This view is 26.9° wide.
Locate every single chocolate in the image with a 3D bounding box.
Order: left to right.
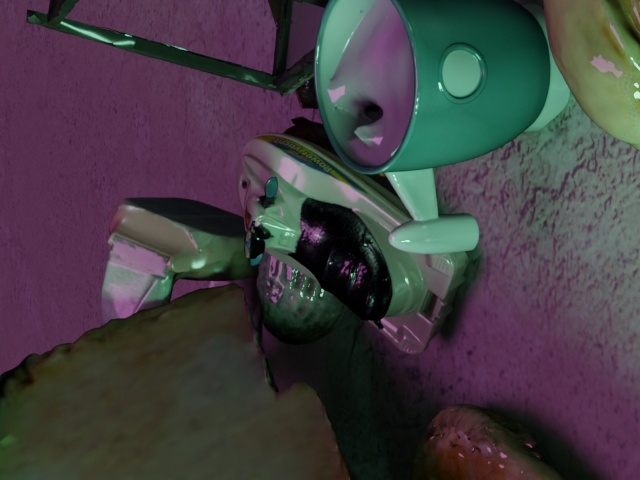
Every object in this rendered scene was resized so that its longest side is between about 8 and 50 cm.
[{"bbox_3d":[-0.014,-0.006,1.439,0.110,0.110,0.248,28,120,58],"label":"chocolate"}]

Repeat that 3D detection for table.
[{"bbox_3d":[-0.093,-0.350,1.237,0.222,0.272,0.335,-25,56,62],"label":"table"}]

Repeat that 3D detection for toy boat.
[{"bbox_3d":[0.008,0.000,1.297,0.269,0.141,0.141,29,129,15],"label":"toy boat"}]

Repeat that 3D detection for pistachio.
[{"bbox_3d":[0.223,-0.158,0.923,0.144,0.144,0.215,129,137,-54],"label":"pistachio"}]

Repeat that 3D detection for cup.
[{"bbox_3d":[0.106,-0.138,1.100,0.167,0.173,0.299,13,108,61],"label":"cup"}]

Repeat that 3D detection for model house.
[{"bbox_3d":[-0.125,0.346,1.385,0.445,0.395,0.400,-115,0,-55],"label":"model house"}]

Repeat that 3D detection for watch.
[{"bbox_3d":[-0.165,0.082,1.598,0.162,0.253,0.241,23,102,27],"label":"watch"}]

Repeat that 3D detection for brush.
[{"bbox_3d":[-0.031,-0.234,1.495,0.027,0.034,0.190,-40,60,47],"label":"brush"}]

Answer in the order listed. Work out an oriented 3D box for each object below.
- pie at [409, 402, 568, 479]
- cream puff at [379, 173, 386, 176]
[{"bbox_3d":[0.161,0.306,1.194,0.339,0.077,0.339,23,116,59],"label":"pie"},{"bbox_3d":[0.054,-0.132,1.278,0.126,0.103,0.144,17,116,59],"label":"cream puff"}]
